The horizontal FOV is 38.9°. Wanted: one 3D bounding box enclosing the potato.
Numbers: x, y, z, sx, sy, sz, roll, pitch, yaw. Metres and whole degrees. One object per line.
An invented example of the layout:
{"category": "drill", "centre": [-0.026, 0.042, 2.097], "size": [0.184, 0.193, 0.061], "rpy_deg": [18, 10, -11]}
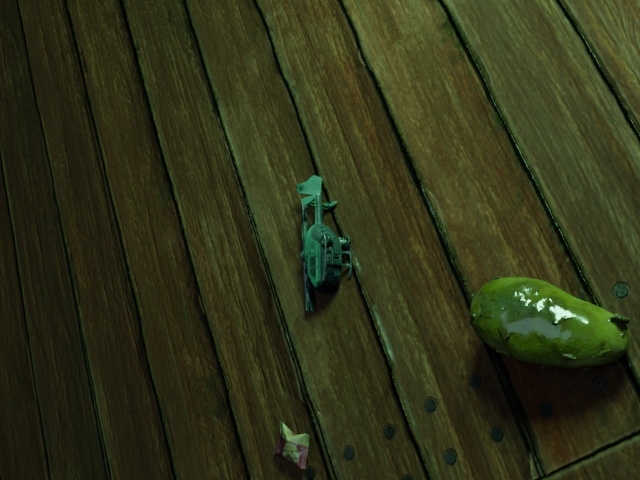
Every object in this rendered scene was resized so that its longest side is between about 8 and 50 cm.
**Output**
{"category": "potato", "centre": [0.310, 0.116, 1.245], "size": [0.225, 0.090, 0.117], "rpy_deg": [13, 79, 33]}

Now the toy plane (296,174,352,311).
{"category": "toy plane", "centre": [0.000, 0.000, 1.546], "size": [0.096, 0.060, 0.235], "rpy_deg": [-17, 70, 48]}

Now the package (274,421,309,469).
{"category": "package", "centre": [-0.049, 0.338, 1.500], "size": [0.083, 0.029, 0.059], "rpy_deg": [11, 91, 50]}
